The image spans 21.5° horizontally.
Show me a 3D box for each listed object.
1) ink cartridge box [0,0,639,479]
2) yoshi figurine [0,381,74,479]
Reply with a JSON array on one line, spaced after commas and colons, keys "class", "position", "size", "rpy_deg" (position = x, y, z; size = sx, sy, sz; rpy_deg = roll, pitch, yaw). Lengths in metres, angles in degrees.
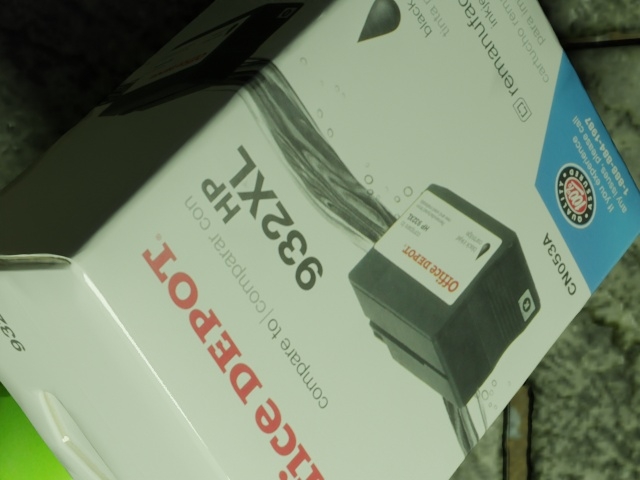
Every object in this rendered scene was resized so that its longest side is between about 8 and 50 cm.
[{"class": "ink cartridge box", "position": [0.000, 0.000, 0.829], "size": [0.307, 0.129, 0.223], "rpy_deg": [-47, 117, -32]}, {"class": "yoshi figurine", "position": [-0.223, 0.073, 0.861], "size": [0.362, 0.203, 0.203], "rpy_deg": [26, 96, -22]}]
